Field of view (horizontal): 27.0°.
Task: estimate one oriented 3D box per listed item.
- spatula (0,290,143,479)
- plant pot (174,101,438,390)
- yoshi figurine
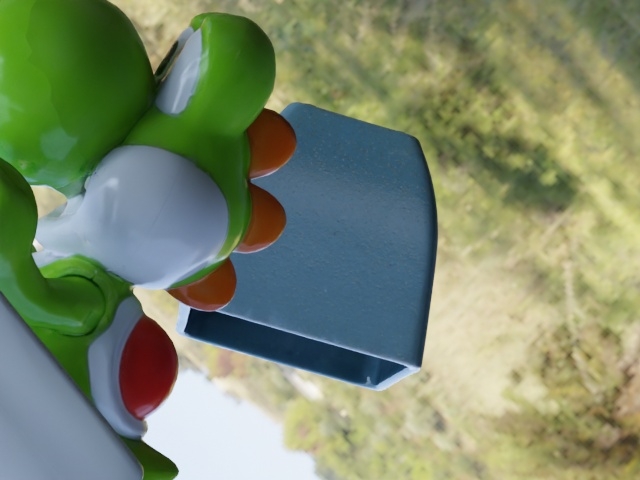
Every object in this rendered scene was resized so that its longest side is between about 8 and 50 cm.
[{"bbox_3d":[-0.092,0.131,0.337,0.242,0.168,0.019,56,178,-20],"label":"spatula"},{"bbox_3d":[0.000,0.000,1.434,0.247,0.252,0.248,17,167,-4],"label":"plant pot"},{"bbox_3d":[-0.170,0.013,0.718,0.203,0.362,0.203,31,180,37],"label":"yoshi figurine"}]
